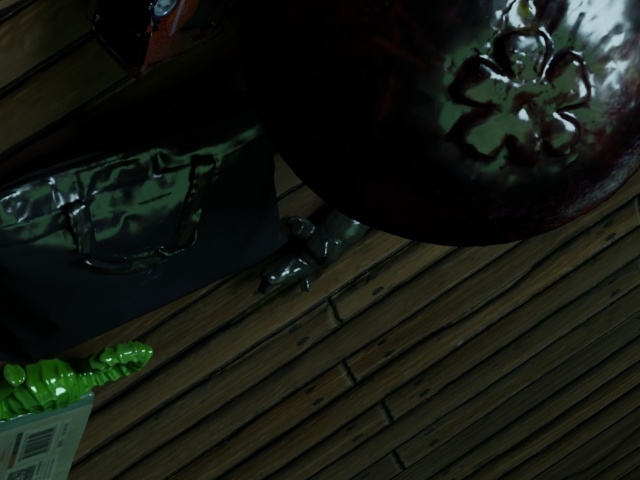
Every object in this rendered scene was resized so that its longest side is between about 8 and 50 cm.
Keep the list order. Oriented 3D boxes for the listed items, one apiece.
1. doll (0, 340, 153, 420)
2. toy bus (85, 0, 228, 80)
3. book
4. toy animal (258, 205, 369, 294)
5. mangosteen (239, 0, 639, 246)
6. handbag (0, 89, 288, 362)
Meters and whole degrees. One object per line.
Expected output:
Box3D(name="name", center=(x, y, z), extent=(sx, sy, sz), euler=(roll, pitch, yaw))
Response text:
Box3D(name="doll", center=(-0.223, 0.115, 1.505), extent=(0.190, 0.050, 0.115), euler=(-18, 171, -20))
Box3D(name="toy bus", center=(-0.079, -0.210, 1.189), extent=(0.096, 0.073, 0.235), euler=(-21, 147, -37))
Box3D(name="book", center=(-0.332, 0.226, 1.600), extent=(0.283, 0.025, 0.215), euler=(-12, 142, -36))
Box3D(name="toy animal", center=(0.000, 0.000, 1.597), extent=(0.135, 0.047, 0.065), euler=(-46, 158, 7))
Box3D(name="mangosteen", center=(0.095, -0.146, 1.278), extent=(0.297, 0.293, 0.297), euler=(1, 131, 1))
Box3D(name="handbag", center=(-0.135, -0.012, 1.401), extent=(0.254, 0.088, 0.211), euler=(-22, 150, -16))
